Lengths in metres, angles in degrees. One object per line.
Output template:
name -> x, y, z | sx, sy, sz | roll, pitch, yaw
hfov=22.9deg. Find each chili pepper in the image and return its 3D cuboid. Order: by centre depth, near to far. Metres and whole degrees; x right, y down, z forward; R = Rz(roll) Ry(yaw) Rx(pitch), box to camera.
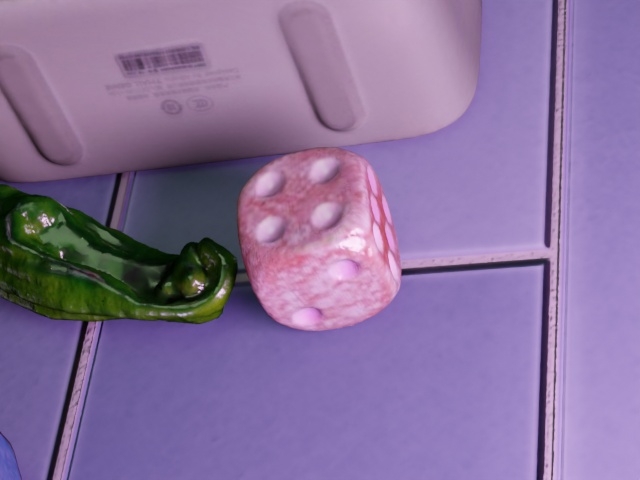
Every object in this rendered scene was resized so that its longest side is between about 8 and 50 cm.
chili pepper -> -0.170, 0.013, 1.134 | 0.257, 0.074, 0.100 | 17, 59, 24

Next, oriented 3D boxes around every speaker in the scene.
speaker -> -0.098, -0.177, 1.172 | 0.406, 0.184, 0.183 | -6, 52, 17

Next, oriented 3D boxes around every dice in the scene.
dice -> 0.000, 0.000, 1.063 | 0.091, 0.094, 0.093 | -15, 52, 13

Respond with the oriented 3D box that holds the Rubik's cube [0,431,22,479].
Rubik's cube -> -0.335, 0.224, 0.872 | 0.318, 0.313, 0.316 | -28, 51, -1
